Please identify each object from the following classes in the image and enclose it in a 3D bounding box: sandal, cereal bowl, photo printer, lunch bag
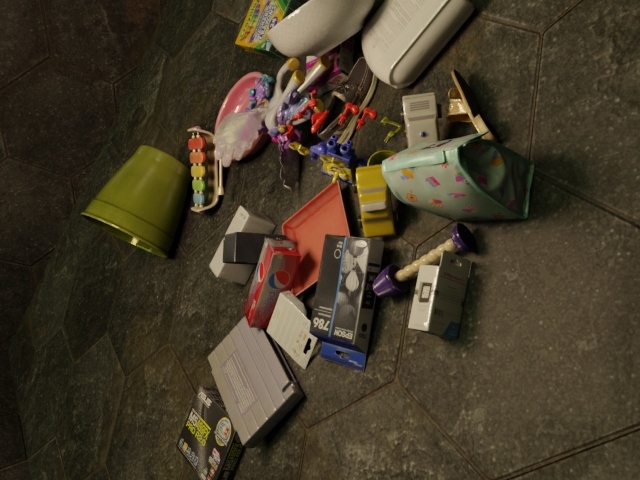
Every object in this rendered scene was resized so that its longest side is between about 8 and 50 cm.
[{"bbox_3d":[0.336,-0.304,1.545,0.079,0.088,0.240,-38,53,27],"label":"sandal"},{"bbox_3d":[0.021,-0.627,1.857,0.339,0.141,0.339,-32,14,9],"label":"cereal bowl"},{"bbox_3d":[0.243,-0.578,1.759,0.307,0.107,0.256,-49,41,26],"label":"photo printer"},{"bbox_3d":[0.290,-0.140,1.388,0.223,0.262,0.160,-1,74,51],"label":"lunch bag"}]

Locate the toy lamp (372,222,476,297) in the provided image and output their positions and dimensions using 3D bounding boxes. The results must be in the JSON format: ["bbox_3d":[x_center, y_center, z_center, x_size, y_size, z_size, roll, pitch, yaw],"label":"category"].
[{"bbox_3d":[0.235,0.056,1.523,0.275,0.080,0.080,-34,50,34],"label":"toy lamp"}]

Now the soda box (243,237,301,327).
[{"bbox_3d":[-0.142,0.127,1.874,0.083,0.092,0.263,57,135,52],"label":"soda box"}]

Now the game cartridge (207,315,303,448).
[{"bbox_3d":[-0.198,0.395,1.885,0.230,0.068,0.355,-51,42,14],"label":"game cartridge"}]

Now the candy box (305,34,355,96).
[{"bbox_3d":[0.031,-0.594,2.052,0.159,0.071,0.233,-17,63,45],"label":"candy box"}]

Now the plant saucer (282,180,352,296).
[{"bbox_3d":[0.000,0.000,1.853,0.258,0.048,0.259,-38,48,35],"label":"plant saucer"}]

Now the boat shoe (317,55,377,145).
[{"bbox_3d":[0.077,-0.412,1.900,0.103,0.092,0.285,33,101,51],"label":"boat shoe"}]

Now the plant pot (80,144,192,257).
[{"bbox_3d":[-0.683,-0.168,2.549,0.366,0.366,0.353,9,70,52],"label":"plant pot"}]

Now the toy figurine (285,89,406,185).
[{"bbox_3d":[0.095,-0.232,1.780,0.363,0.217,0.191,21,73,10],"label":"toy figurine"}]

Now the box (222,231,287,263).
[{"bbox_3d":[-0.200,0.027,1.954,0.156,0.158,0.093,172,101,-69],"label":"box"}]

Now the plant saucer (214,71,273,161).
[{"bbox_3d":[-0.258,-0.433,2.323,0.332,0.084,0.332,-24,57,44],"label":"plant saucer"}]

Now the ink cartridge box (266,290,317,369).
[{"bbox_3d":[-0.066,0.248,1.816,0.179,0.045,0.145,38,122,32],"label":"ink cartridge box"}]

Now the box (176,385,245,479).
[{"bbox_3d":[-0.329,0.600,1.980,0.270,0.060,0.216,25,95,52],"label":"box"}]

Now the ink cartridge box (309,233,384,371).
[{"bbox_3d":[0.061,0.154,1.656,0.165,0.065,0.332,6,88,45],"label":"ink cartridge box"}]

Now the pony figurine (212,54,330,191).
[{"bbox_3d":[-0.131,-0.370,1.983,0.363,0.303,0.351,-32,42,45],"label":"pony figurine"}]

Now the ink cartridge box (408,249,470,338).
[{"bbox_3d":[0.265,0.118,1.435,0.060,0.104,0.180,0,74,52],"label":"ink cartridge box"}]

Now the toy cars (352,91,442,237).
[{"bbox_3d":[0.191,-0.174,1.588,0.393,0.176,0.087,-57,1,17],"label":"toy cars"}]

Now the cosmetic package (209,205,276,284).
[{"bbox_3d":[-0.252,0.018,2.095,0.231,0.117,0.085,-60,38,11],"label":"cosmetic package"}]

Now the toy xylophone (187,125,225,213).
[{"bbox_3d":[-0.419,-0.260,2.359,0.236,0.081,0.322,176,90,-66],"label":"toy xylophone"}]

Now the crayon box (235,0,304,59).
[{"bbox_3d":[-0.201,-0.797,2.413,0.323,0.083,0.203,31,99,52],"label":"crayon box"}]
